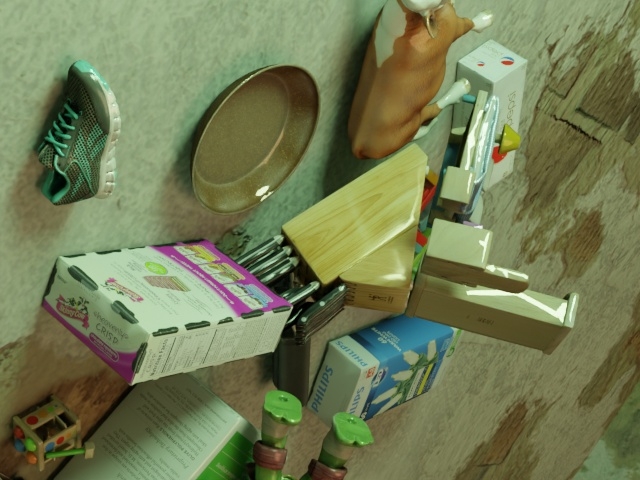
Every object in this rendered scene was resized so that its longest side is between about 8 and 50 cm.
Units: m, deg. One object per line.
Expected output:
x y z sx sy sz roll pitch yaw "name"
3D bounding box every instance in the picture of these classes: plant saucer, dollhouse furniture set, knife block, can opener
-0.082 -0.121 1.495 0.199 0.036 0.198 -35 145 -29 "plant saucer"
0.245 -0.050 1.635 0.286 0.198 0.303 97 8 -71 "dollhouse furniture set"
0.000 0.000 1.631 0.088 0.242 0.275 99 1 -66 "knife block"
-0.056 0.124 1.774 0.093 0.074 0.280 -9 136 -5 "can opener"

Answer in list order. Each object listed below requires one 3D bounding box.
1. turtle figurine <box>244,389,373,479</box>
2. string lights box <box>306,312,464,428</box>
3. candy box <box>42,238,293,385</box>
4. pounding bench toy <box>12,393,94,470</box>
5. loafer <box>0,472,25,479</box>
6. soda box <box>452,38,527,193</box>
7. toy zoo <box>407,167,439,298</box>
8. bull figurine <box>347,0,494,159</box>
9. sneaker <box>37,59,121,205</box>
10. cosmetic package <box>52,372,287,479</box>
-0.050 0.336 1.553 0.275 0.198 0.266 -10 125 -57 "turtle figurine"
0.105 0.196 2.047 0.260 0.077 0.133 -18 136 -45 "string lights box"
-0.168 0.074 1.456 0.233 0.159 0.071 -6 125 -51 "candy box"
-0.309 0.232 1.499 0.065 0.083 0.052 -30 143 -36 "pounding bench toy"
-0.362 0.295 1.533 0.039 0.045 0.125 -59 148 -3 "loafer"
0.236 -0.173 1.853 0.074 0.069 0.216 -35 145 -28 "soda box"
0.113 -0.016 1.881 0.192 0.030 0.293 -54 151 1 "toy zoo"
0.120 -0.233 1.585 0.188 0.101 0.310 -26 151 -41 "bull figurine"
-0.241 -0.097 1.274 0.076 0.065 0.166 -26 139 -33 "sneaker"
-0.237 0.348 1.653 0.365 0.155 0.197 -51 151 -7 "cosmetic package"
